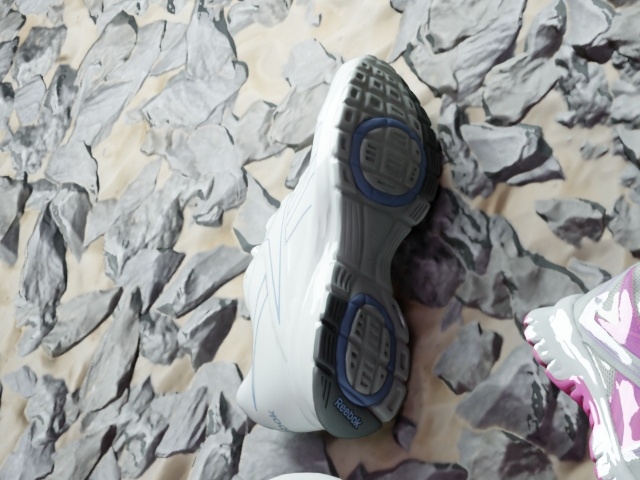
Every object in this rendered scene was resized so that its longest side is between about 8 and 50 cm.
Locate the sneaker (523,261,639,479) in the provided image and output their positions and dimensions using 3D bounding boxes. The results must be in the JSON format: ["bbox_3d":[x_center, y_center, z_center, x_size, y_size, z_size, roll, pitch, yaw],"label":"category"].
[{"bbox_3d":[0.212,0.096,1.046,0.111,0.103,0.252,-43,43,16],"label":"sneaker"}]

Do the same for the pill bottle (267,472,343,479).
[{"bbox_3d":[0.058,0.269,1.021,0.318,0.176,0.176,28,85,49],"label":"pill bottle"}]

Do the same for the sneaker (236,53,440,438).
[{"bbox_3d":[0.000,0.000,1.308,0.129,0.111,0.297,-13,55,44],"label":"sneaker"}]
